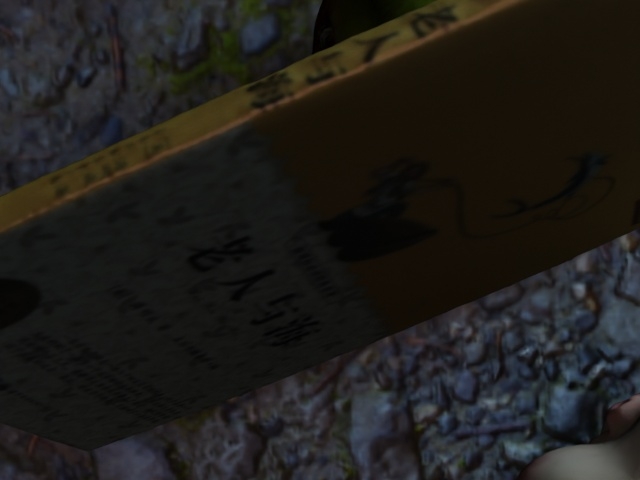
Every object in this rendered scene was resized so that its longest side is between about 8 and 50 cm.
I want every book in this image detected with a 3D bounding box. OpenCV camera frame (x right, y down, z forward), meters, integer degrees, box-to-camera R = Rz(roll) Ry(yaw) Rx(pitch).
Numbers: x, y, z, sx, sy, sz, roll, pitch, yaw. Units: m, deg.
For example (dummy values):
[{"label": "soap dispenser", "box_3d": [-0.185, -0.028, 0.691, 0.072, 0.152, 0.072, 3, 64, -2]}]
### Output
[{"label": "book", "box_3d": [0.000, 0.000, 0.470, 0.389, 0.269, 0.032, -23, 65, 6]}]

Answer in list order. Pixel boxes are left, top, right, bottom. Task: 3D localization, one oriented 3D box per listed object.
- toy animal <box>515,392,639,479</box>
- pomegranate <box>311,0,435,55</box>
[{"label": "toy animal", "box_3d": [0.172, 0.167, 0.461, 0.278, 0.345, 0.246, 2, 113, 34]}, {"label": "pomegranate", "box_3d": [0.057, -0.092, 0.511, 0.130, 0.130, 0.130, 0, 99, 1]}]
